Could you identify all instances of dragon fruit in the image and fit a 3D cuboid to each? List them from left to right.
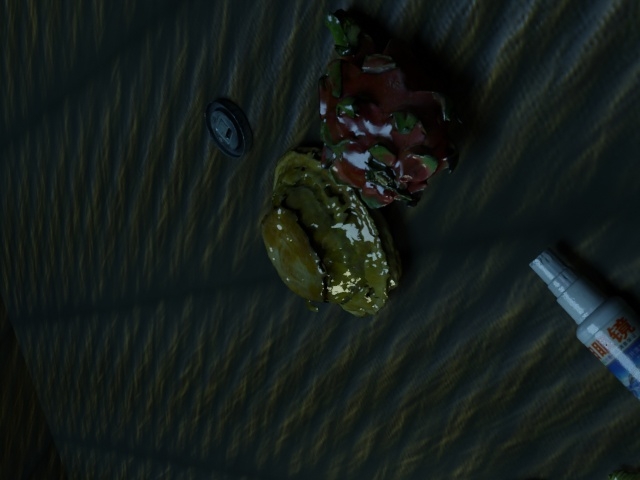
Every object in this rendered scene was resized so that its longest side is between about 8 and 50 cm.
[{"bbox_3d":[0.056,-0.136,0.968,0.137,0.135,0.236,100,150,-48],"label":"dragon fruit"}]

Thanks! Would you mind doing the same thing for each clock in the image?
[{"bbox_3d":[-0.124,-0.151,1.297,0.085,0.017,0.085,35,143,32],"label":"clock"}]

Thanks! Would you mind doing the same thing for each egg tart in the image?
[{"bbox_3d":[0.000,0.000,1.185,0.241,0.106,0.241,40,148,33],"label":"egg tart"}]

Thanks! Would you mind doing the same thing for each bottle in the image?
[{"bbox_3d":[0.284,0.092,0.913,0.217,0.060,0.060,49,148,15],"label":"bottle"}]

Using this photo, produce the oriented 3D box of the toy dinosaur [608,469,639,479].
[{"bbox_3d":[0.368,0.272,0.936,0.153,0.094,0.259,58,164,-1],"label":"toy dinosaur"}]
